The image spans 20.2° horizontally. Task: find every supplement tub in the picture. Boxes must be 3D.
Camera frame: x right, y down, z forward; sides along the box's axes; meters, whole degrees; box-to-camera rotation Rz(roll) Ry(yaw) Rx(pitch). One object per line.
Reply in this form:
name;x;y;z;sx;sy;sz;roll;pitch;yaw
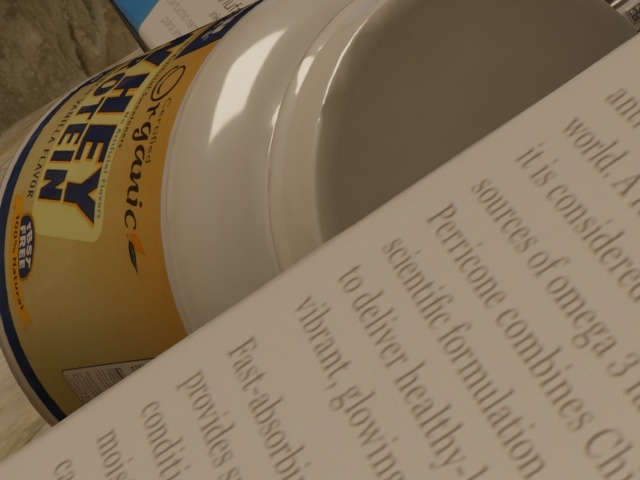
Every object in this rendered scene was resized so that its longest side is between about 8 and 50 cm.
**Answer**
supplement tub;0.000;0.000;0.833;0.228;0.228;0.316;-42;15;-28

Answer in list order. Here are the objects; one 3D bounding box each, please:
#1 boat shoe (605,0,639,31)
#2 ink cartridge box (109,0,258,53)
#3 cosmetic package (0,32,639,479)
boat shoe;0.133;-0.124;1.189;0.080;0.076;0.228;-37;-1;-33
ink cartridge box;0.052;-0.222;1.414;0.395;0.166;0.285;-35;38;-3
cosmetic package;0.053;0.111;0.348;0.453;0.161;0.230;-34;31;4
